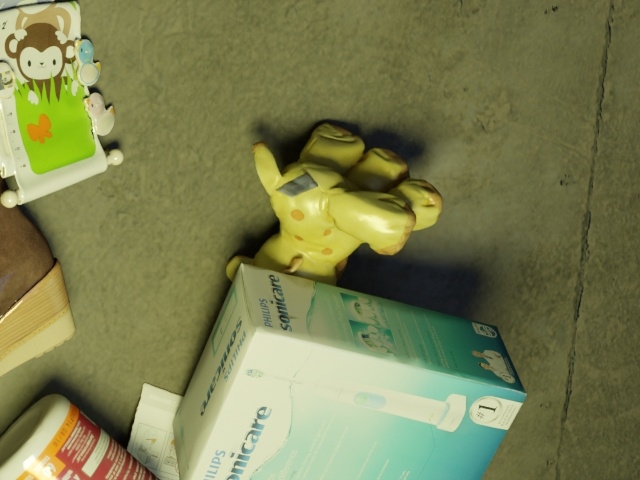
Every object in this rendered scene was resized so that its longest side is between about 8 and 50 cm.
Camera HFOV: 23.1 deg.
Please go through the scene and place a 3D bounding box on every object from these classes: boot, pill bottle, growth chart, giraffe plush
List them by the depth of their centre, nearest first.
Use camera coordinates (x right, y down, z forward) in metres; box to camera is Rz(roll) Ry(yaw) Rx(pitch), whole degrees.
[{"bbox_3d":[-0.361,0.049,1.422,0.248,0.090,0.207,-32,109,-23],"label":"boot"},{"bbox_3d":[-0.264,-0.150,1.424,0.172,0.021,0.237,-38,121,-41],"label":"growth chart"},{"bbox_3d":[-0.214,0.261,1.513,0.221,0.121,0.121,44,77,-15],"label":"pill bottle"},{"bbox_3d":[0.000,0.000,1.616,0.210,0.181,0.171,-11,133,-44],"label":"giraffe plush"}]

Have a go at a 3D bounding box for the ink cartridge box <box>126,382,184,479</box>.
[{"bbox_3d":[-0.160,0.282,1.659,0.181,0.056,0.225,24,71,-38],"label":"ink cartridge box"}]

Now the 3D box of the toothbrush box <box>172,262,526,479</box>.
[{"bbox_3d":[0.024,0.173,1.584,0.295,0.126,0.216,13,118,-19],"label":"toothbrush box"}]
